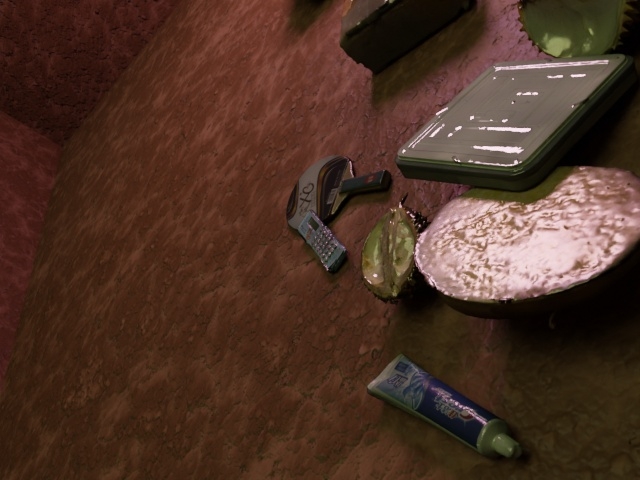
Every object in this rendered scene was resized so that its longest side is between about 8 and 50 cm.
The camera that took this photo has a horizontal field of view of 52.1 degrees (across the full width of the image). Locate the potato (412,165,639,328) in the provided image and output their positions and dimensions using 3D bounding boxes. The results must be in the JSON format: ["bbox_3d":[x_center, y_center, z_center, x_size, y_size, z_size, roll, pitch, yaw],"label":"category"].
[{"bbox_3d":[0.258,0.023,0.789,0.299,0.116,0.239,-4,35,47],"label":"potato"}]

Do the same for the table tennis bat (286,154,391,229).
[{"bbox_3d":[0.027,-0.099,1.305,0.301,0.022,0.173,-5,60,52],"label":"table tennis bat"}]

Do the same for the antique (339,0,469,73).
[{"bbox_3d":[0.175,-0.480,1.343,0.284,0.125,0.150,-20,49,43],"label":"antique"}]

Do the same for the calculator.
[{"bbox_3d":[0.000,0.000,1.243,0.057,0.018,0.172,-55,36,13],"label":"calculator"}]

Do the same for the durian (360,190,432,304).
[{"bbox_3d":[0.135,0.013,1.000,0.148,0.091,0.189,-31,51,54],"label":"durian"}]

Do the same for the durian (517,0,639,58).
[{"bbox_3d":[0.394,-0.343,0.932,0.144,0.139,0.252,-53,32,-3],"label":"durian"}]

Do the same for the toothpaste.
[{"bbox_3d":[0.157,0.215,0.848,0.268,0.047,0.069,19,90,60],"label":"toothpaste"}]

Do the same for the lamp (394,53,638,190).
[{"bbox_3d":[0.273,-0.176,0.949,0.269,0.047,0.266,-43,30,-18],"label":"lamp"}]
